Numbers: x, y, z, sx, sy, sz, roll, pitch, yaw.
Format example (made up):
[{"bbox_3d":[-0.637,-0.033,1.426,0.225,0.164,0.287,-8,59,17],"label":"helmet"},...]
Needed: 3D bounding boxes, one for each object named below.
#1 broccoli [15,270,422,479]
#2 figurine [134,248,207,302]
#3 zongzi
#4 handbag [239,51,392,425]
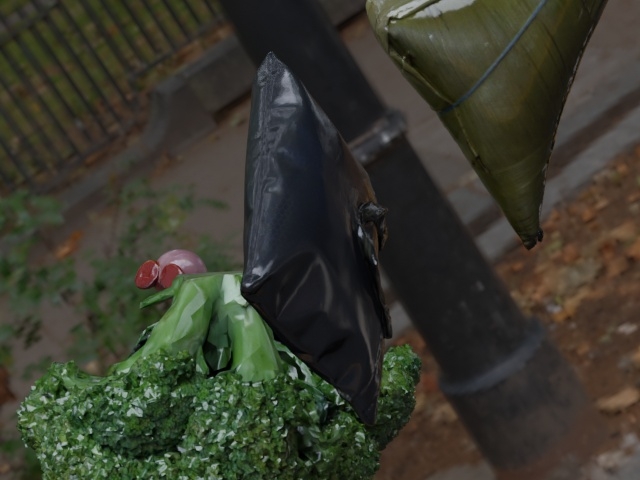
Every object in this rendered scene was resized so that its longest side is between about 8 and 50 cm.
[{"bbox_3d":[-0.105,0.186,1.394,0.413,0.310,0.321,-2,30,5],"label":"broccoli"},{"bbox_3d":[-0.169,0.044,1.691,0.083,0.071,0.067,24,94,39],"label":"figurine"},{"bbox_3d":[0.192,-0.147,1.126,0.228,0.256,0.115,-34,14,4],"label":"zongzi"},{"bbox_3d":[0.000,0.000,1.146,0.089,0.211,0.254,-17,45,21],"label":"handbag"}]
